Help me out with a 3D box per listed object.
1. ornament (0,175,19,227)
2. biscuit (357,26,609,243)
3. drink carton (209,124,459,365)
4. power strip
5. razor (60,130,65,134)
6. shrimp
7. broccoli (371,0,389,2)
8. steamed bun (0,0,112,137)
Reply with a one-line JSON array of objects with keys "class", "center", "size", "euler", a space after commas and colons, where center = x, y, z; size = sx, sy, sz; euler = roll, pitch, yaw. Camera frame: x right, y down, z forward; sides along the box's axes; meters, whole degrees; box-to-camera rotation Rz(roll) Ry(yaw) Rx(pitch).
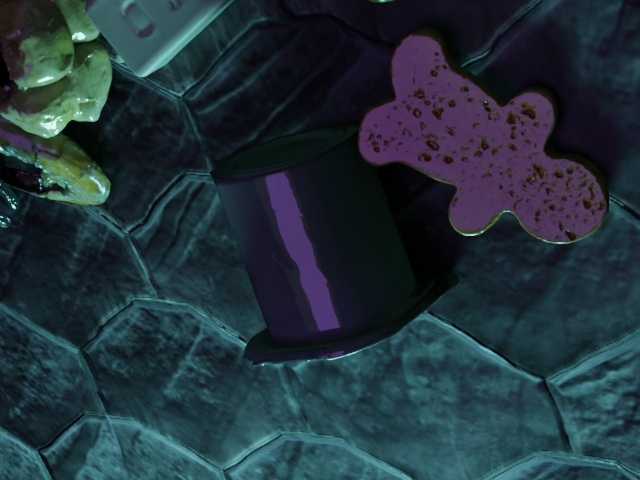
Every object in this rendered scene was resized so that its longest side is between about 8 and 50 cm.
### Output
[{"class": "ornament", "center": [-0.502, -0.076, 1.781], "size": [0.236, 0.080, 0.202], "euler": [2, 152, 35]}, {"class": "biscuit", "center": [0.151, -0.082, 1.356], "size": [0.240, 0.035, 0.158], "euler": [34, 120, 4]}, {"class": "drink carton", "center": [0.000, 0.000, 1.441], "size": [0.185, 0.191, 0.189], "euler": [-2, 111, 40]}, {"class": "power strip", "center": [-0.120, -0.259, 1.431], "size": [0.098, 0.058, 0.338], "euler": [51, 136, -5]}, {"class": "razor", "center": [-0.322, -0.193, 1.645], "size": [0.066, 0.033, 0.190], "euler": [18, 128, 26]}, {"class": "shrimp", "center": [-0.336, -0.093, 1.689], "size": [0.217, 0.051, 0.150], "euler": [27, 155, 0]}, {"class": "broccoli", "center": [0.052, -0.348, 1.159], "size": [0.252, 0.221, 0.361], "euler": [15, 141, -24]}, {"class": "steamed bun", "center": [-0.312, -0.201, 1.549], "size": [0.177, 0.106, 0.192], "euler": [24, 125, 20]}]
